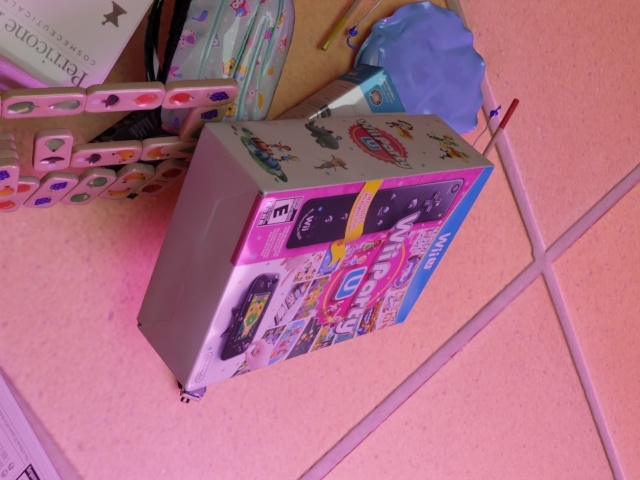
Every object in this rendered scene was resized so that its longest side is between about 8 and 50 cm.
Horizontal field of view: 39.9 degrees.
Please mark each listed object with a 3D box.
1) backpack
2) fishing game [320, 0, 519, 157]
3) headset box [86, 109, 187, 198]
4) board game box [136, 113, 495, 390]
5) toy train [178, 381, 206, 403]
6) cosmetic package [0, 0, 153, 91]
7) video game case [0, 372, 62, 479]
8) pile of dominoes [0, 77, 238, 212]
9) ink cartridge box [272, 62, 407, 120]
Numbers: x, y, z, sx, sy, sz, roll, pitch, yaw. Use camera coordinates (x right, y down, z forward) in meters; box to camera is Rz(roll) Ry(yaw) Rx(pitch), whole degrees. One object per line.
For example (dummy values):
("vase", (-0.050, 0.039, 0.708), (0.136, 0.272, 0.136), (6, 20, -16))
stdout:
("backpack", (-0.085, -0.175, 0.787), (0.115, 0.152, 0.182), (15, 85, 6))
("fishing game", (0.113, -0.180, 1.022), (0.264, 0.041, 0.189), (36, 77, -28))
("headset box", (-0.168, -0.089, 0.836), (0.083, 0.032, 0.062), (-40, 119, -22))
("board game box", (0.000, 0.000, 0.840), (0.303, 0.097, 0.224), (-12, 137, -44))
("toy train", (-0.108, 0.094, 0.909), (0.027, 0.036, 0.158), (25, 83, -36))
("cosmetic package", (-0.226, -0.218, 0.696), (0.151, 0.151, 0.183), (35, 78, -34))
("video game case", (-0.339, 0.226, 0.656), (0.300, 0.036, 0.329), (-51, 144, -38))
("pile of dominoes", (-0.203, -0.055, 0.701), (0.251, 0.196, 0.040), (-8, 70, -24))
("ink cartridge box", (0.005, -0.096, 0.929), (0.180, 0.060, 0.104), (-34, 117, -11))
